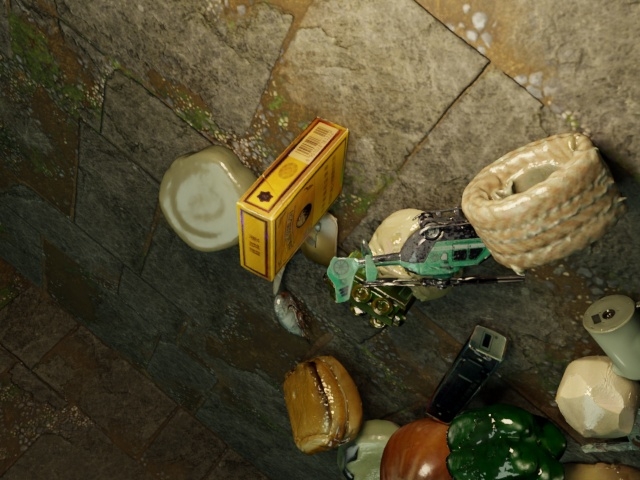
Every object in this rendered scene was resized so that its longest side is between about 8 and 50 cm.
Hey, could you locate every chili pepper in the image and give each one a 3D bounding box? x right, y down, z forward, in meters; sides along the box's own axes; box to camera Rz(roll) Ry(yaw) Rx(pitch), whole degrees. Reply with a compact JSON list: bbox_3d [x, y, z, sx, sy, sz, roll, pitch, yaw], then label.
[{"bbox_3d":[0.462,0.531,1.524,0.248,0.233,0.256,21,147,-23],"label":"chili pepper"}]

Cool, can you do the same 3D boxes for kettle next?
[{"bbox_3d":[0.590,0.179,1.170,0.148,0.127,0.098,49,176,-17],"label":"kettle"}]

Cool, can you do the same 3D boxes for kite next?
[{"bbox_3d":[0.731,0.464,1.391,0.335,0.011,0.314,50,140,-4],"label":"kite"}]

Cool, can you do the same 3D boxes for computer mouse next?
[{"bbox_3d":[-0.001,0.001,1.542,0.102,0.045,0.199,24,143,18],"label":"computer mouse"}]

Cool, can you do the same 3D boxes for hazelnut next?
[{"bbox_3d":[0.312,0.676,1.744,0.315,0.372,0.372,14,138,33],"label":"hazelnut"}]

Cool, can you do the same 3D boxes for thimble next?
[{"bbox_3d":[0.361,-0.063,1.014,0.229,0.196,0.148,-29,113,22],"label":"thimble"}]

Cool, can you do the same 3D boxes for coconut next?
[{"bbox_3d":[0.572,0.330,1.276,0.161,0.162,0.161,24,142,20],"label":"coconut"}]

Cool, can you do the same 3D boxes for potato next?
[{"bbox_3d":[0.710,0.666,1.499,0.211,0.189,0.264,39,145,1],"label":"potato"}]

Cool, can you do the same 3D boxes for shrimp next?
[{"bbox_3d":[-0.079,0.247,1.865,0.090,0.079,0.233,8,139,43],"label":"shrimp"}]

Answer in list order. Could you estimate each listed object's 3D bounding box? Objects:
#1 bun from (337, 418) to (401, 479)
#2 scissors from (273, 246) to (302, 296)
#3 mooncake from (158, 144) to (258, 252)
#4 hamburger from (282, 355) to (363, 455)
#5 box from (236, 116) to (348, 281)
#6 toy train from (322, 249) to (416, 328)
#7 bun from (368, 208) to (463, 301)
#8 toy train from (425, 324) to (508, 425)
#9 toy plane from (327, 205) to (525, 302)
[{"bbox_3d":[0.196,0.695,2.027,0.283,0.179,0.283,4,116,9],"label":"bun"},{"bbox_3d":[-0.108,0.062,1.703,0.109,0.022,0.300,30,138,14],"label":"scissors"},{"bbox_3d":[-0.272,-0.108,1.550,0.274,0.135,0.275,7,118,14],"label":"mooncake"},{"bbox_3d":[-0.002,0.517,1.956,0.304,0.174,0.284,-38,68,50],"label":"hamburger"},{"bbox_3d":[-0.052,-0.088,1.263,0.084,0.301,0.193,25,143,17],"label":"box"},{"bbox_3d":[0.121,0.113,1.478,0.225,0.137,0.090,31,152,19],"label":"toy train"},{"bbox_3d":[0.200,0.044,1.341,0.210,0.116,0.237,3,129,40],"label":"bun"},{"bbox_3d":[0.361,0.352,1.561,0.086,0.089,0.409,24,144,10],"label":"toy train"},{"bbox_3d":[0.201,0.031,1.206,0.381,0.106,0.155,-7,107,0],"label":"toy plane"}]
